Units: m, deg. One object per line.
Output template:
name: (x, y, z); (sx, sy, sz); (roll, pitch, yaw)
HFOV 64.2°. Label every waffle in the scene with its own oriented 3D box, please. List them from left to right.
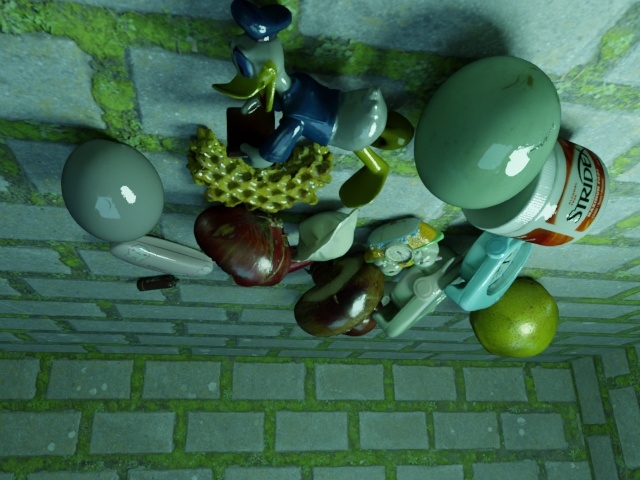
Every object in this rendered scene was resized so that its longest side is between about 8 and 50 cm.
waffle: (-0.125, -0.126, 1.038); (0.292, 0.069, 0.260); (4, 156, -9)

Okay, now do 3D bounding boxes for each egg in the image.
egg: (-0.391, -0.095, 0.962); (0.176, 0.176, 0.232); (-1, 149, 1)
egg: (0.251, -0.159, 0.795); (0.202, 0.203, 0.283); (3, 158, -9)

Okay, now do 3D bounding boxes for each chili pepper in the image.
chili pepper: (-0.146, 0.083, 1.514); (0.368, 0.092, 0.137); (-12, 170, 33)

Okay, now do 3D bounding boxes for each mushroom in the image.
mushroom: (0.055, 0.152, 1.463); (0.297, 0.278, 0.163); (-37, 121, -2)

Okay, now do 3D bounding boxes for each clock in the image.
clock: (0.213, 0.022, 1.326); (0.230, 0.103, 0.144); (-15, 129, 32)
clock: (0.309, 0.125, 1.461); (0.265, 0.109, 0.324); (-20, 151, -46)
clock: (0.454, 0.053, 1.329); (0.223, 0.094, 0.274); (4, 119, -52)

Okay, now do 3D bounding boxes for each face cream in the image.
face cream: (0.393, -0.099, 0.948); (0.187, 0.201, 0.201); (12, 154, -27)

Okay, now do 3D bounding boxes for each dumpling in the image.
dumpling: (-0.003, 0.002, 1.237); (0.215, 0.126, 0.166); (-1, -155, 38)

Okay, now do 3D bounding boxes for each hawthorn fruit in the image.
hawthorn fruit: (0.084, 0.236, 1.727); (0.208, 0.208, 0.248); (15, 144, -33)

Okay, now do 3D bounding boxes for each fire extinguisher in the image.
fire extinguisher: (-0.529, 0.140, 1.685); (0.158, 0.043, 0.064); (-8, -174, 17)

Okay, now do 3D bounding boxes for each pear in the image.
pear: (0.670, 0.263, 1.750); (0.294, 0.294, 0.294); (-1, 157, 0)

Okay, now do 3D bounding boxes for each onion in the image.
onion: (-0.170, 0.001, 1.177); (0.248, 0.161, 0.248); (26, 179, 1)

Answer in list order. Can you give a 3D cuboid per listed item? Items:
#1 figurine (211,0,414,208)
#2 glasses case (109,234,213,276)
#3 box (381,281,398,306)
figurine: (-0.044, -0.217, 0.766); (0.283, 0.205, 0.338); (-5, 146, 27)
glasses case: (-0.435, 0.045, 1.420); (0.113, 0.075, 0.296); (-19, 151, 40)
box: (0.311, 0.195, 1.832); (0.201, 0.058, 0.141); (1, 157, -4)
